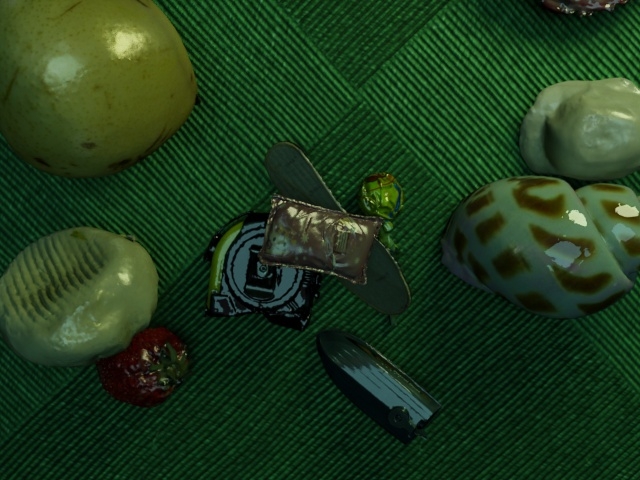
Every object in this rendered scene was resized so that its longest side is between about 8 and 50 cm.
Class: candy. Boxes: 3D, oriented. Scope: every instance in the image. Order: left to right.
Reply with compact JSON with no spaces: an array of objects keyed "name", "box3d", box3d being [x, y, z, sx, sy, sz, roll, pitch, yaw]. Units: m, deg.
[{"name":"candy","box3d":[0.109,0.017,1.194,0.077,0.073,0.262,-9,102,-10]}]

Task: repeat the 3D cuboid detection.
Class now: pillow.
[{"name":"pillow","box3d":[0.000,0.000,1.114,0.184,0.043,0.118,14,79,-12]}]

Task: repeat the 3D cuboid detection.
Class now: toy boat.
[{"name":"toy boat","box3d":[0.088,0.234,1.205,0.246,0.103,0.093,39,109,10]}]

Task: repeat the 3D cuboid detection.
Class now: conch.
[{"name":"conch","box3d":[0.383,-0.005,1.125,0.367,0.197,0.250,-12,75,-5]}]

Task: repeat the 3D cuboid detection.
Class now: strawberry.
[{"name":"strawberry","box3d":[-0.293,0.210,1.184,0.148,0.131,0.131,-14,96,26]}]

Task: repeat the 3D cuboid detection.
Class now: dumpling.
[{"name":"dumpling","box3d":[0.441,-0.175,1.138,0.250,0.132,0.163,-3,100,21]}]

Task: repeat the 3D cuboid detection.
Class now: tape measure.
[{"name":"tape measure","box3d":[-0.094,0.044,1.170,0.198,0.112,0.186,6,94,-2]}]

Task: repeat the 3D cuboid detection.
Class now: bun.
[{"name":"bun","box3d":[-0.375,0.101,1.133,0.259,0.259,0.160,-19,131,2]}]

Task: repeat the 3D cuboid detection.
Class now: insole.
[{"name":"insole","box3d":[0.026,-0.015,1.183,0.119,0.009,0.348,-35,93,37]}]

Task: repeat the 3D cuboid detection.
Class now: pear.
[{"name":"pear","box3d":[-0.341,-0.243,1.052,0.309,0.309,0.310,0,96,0]}]

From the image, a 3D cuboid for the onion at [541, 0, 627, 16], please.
[{"name":"onion","box3d":[0.401,-0.509,1.104,0.314,0.146,0.280,40,109,-19]}]
